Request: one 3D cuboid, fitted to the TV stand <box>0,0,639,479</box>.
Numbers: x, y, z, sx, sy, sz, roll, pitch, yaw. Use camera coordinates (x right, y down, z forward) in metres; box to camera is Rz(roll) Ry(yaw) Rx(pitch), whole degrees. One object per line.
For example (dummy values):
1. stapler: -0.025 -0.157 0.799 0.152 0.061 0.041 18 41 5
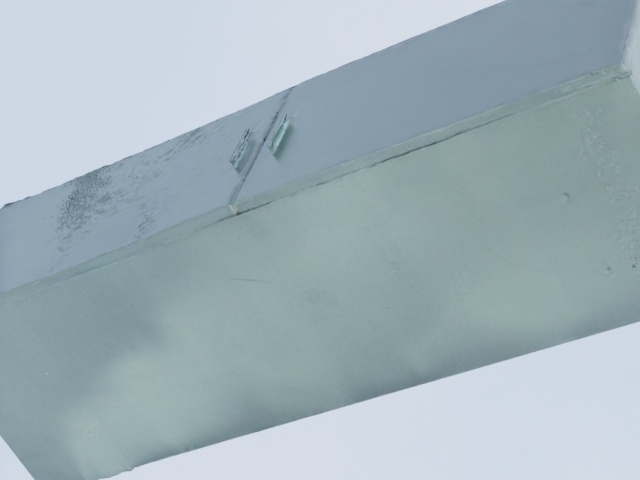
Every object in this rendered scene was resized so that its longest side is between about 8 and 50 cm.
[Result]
1. TV stand: 0.000 0.000 0.598 0.088 0.269 0.083 58 29 -25
